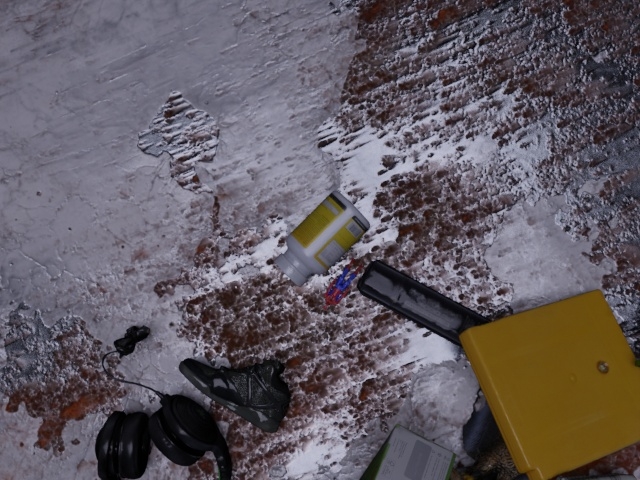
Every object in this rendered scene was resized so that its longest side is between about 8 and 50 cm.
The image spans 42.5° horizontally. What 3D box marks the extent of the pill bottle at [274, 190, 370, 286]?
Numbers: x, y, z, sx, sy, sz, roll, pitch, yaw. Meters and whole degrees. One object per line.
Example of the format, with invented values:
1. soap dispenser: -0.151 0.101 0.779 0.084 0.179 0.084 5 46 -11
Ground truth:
1. pill bottle: 0.000 0.000 1.589 0.184 0.103 0.103 -44 85 0

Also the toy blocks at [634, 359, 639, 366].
1. toy blocks: 0.784 0.149 1.515 0.381 0.191 0.261 14 77 2

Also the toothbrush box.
1. toothbrush box: 0.109 0.488 1.436 0.122 0.283 0.206 27 47 4

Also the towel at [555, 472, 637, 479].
1. towel: 0.463 0.562 1.446 0.056 0.324 0.312 11 87 40

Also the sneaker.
1. sneaker: -0.156 0.263 1.594 0.227 0.087 0.130 29 87 1

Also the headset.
1. headset: -0.315 0.366 1.593 0.243 0.185 0.394 -17 101 6

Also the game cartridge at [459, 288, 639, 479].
1. game cartridge: 0.437 0.254 1.475 0.323 0.053 0.285 -12 69 -25

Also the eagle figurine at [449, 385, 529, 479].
1. eagle figurine: 0.366 0.381 1.529 0.298 0.225 0.226 -43 130 -29

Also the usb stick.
1. usb stick: 0.204 0.129 1.600 0.278 0.045 0.077 28 82 5

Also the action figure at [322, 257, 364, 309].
1. action figure: 0.040 0.088 1.621 0.038 0.030 0.115 35 91 0
